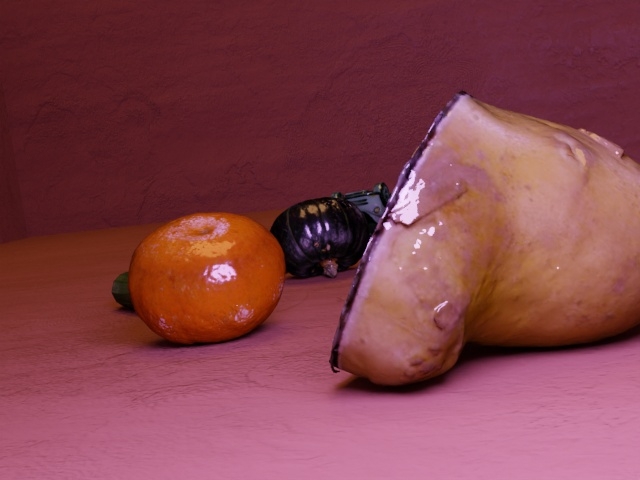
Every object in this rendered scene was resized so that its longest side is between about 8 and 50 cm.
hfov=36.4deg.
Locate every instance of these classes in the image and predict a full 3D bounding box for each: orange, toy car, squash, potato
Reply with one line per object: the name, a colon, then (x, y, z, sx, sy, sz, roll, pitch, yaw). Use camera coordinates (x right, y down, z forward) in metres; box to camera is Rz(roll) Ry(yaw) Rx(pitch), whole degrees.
orange: (-0.158, 0.058, 1.377, 0.224, 0.170, 0.224, -8, 28, 4)
toy car: (0.137, -0.065, 2.372, 0.136, 0.125, 0.306, -10, -7, 26)
squash: (-0.312, 0.090, 1.729, 0.077, 0.068, 0.219, -25, 15, -30)
potato: (0.226, 0.019, 1.033, 0.295, 0.290, 0.397, 22, 35, 13)
squash: (-0.001, -0.005, 1.856, 0.193, 0.156, 0.193, -28, 1, 0)
